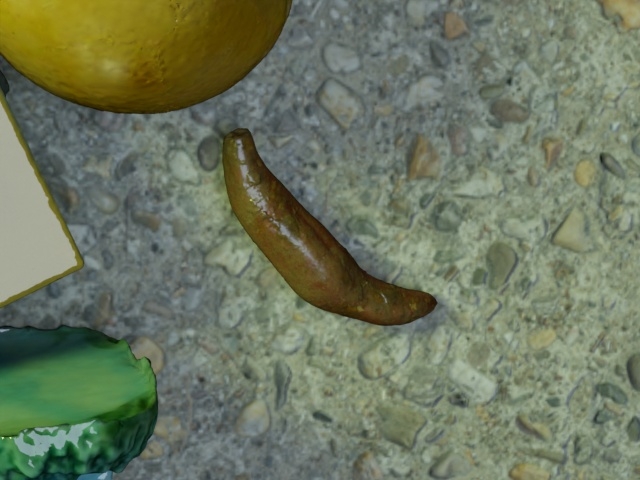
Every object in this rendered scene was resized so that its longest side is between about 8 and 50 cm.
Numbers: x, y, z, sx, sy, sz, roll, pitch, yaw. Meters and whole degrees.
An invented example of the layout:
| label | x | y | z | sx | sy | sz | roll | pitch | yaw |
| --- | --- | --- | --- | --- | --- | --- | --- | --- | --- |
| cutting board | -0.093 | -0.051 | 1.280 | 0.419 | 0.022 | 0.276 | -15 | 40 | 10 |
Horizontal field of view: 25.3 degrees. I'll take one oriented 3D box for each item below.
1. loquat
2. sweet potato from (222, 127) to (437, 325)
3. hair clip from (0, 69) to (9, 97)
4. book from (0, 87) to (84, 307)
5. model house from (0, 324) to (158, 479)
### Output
| label | x | y | z | sx | sy | sz | roll | pitch | yaw |
| --- | --- | --- | --- | --- | --- | --- | --- | --- | --- |
| loquat | -0.133 | -0.220 | 0.991 | 0.263 | 0.263 | 0.263 | -4 | 102 | -17 |
| sweet potato | -0.003 | 0.010 | 1.188 | 0.255 | 0.058 | 0.078 | 40 | 67 | -25 |
| hair clip | -0.338 | -0.198 | 1.016 | 0.138 | 0.091 | 0.321 | -27 | 107 | -8 |
| book | -0.386 | -0.017 | 0.954 | 0.388 | 0.032 | 0.269 | -26 | 100 | -14 |
| model house | -0.236 | 0.207 | 1.042 | 0.225 | 0.261 | 0.241 | -3 | 101 | -17 |
